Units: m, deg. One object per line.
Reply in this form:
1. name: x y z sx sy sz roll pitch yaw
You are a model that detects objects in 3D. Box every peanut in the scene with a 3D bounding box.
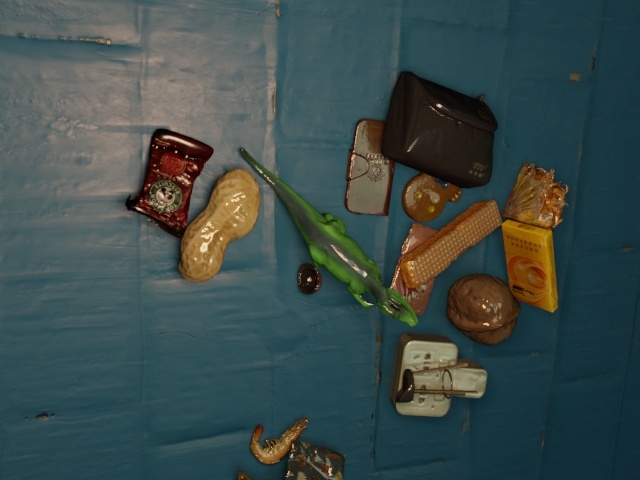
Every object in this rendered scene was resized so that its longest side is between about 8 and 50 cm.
1. peanut: -0.241 -0.033 1.506 0.136 0.120 0.298 33 89 20

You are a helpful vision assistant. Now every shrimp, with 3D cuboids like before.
1. shrimp: -0.121 0.540 1.741 0.124 0.034 0.178 43 88 -18

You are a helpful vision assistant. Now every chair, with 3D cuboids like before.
1. chair: 0.317 0.400 1.754 0.221 0.104 0.095 -3 70 -9

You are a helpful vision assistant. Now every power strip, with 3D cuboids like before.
1. power strip: 0.347 0.395 1.862 0.261 0.141 0.229 5 99 -9

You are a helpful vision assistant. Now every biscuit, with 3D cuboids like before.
1. biscuit: -0.354 -0.138 1.460 0.151 0.063 0.235 23 71 -24
2. biscuit: 0.369 0.004 1.761 0.378 0.054 0.094 -34 115 -26
3. biscuit: 0.326 -0.157 1.760 0.180 0.039 0.236 40 88 -26

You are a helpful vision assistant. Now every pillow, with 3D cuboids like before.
1. pillow: 0.272 0.081 1.777 0.135 0.049 0.248 19 86 -26
2. pillow: -0.021 0.695 1.714 0.189 0.034 0.256 23 60 -25

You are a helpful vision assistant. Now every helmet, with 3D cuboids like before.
1. helmet: -0.023 0.101 1.666 0.049 0.065 0.084 -2 95 -62

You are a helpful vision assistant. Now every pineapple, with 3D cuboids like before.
1. pineapple: 0.628 -0.113 1.835 0.114 0.186 0.236 29 49 -18

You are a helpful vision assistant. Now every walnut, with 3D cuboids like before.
1. walnut: 0.471 0.197 1.799 0.224 0.224 0.224 -5 104 -21

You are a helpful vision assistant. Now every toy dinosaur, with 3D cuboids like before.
1. toy dinosaur: 0.000 0.000 1.488 0.144 0.374 0.500 -47 117 2

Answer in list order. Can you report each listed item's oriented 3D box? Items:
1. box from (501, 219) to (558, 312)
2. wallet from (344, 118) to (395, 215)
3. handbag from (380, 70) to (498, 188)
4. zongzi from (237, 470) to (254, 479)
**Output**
1. box: 0.621 0.076 1.846 0.043 0.152 0.269 -32 123 -26
2. wallet: 0.137 -0.194 1.674 0.137 0.031 0.255 3 99 -19
3. handbag: 0.332 -0.303 1.627 0.302 0.178 0.275 16 84 -25
4. zongzi: -0.008 0.791 1.774 0.447 0.181 0.418 -12 99 -21
